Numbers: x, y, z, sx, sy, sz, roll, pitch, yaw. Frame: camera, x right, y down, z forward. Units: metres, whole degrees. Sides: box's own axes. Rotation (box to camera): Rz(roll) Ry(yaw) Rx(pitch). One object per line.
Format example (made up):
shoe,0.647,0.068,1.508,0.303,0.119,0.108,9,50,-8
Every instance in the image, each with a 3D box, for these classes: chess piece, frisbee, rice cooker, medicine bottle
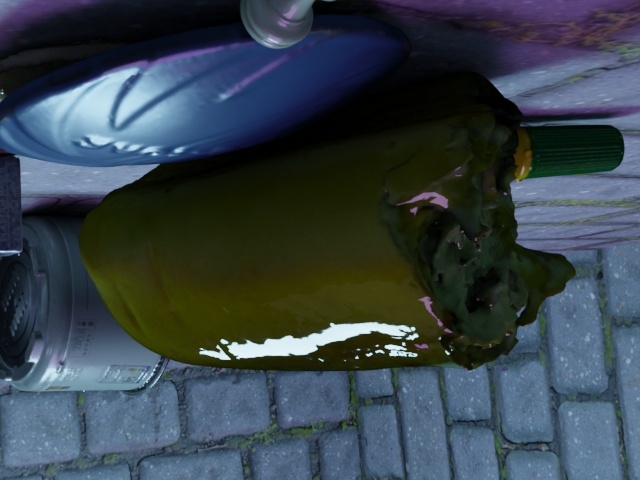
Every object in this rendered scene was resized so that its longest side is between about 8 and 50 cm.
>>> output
chess piece,-0.003,-0.134,0.559,0.042,0.042,0.093,-1,168,-34
frisbee,-0.077,-0.084,0.740,0.290,0.049,0.289,-12,177,-1
rice cooker,-0.299,0.081,1.408,0.227,0.241,0.280,4,125,-36
medicine bottle,0.168,-0.083,1.053,0.261,0.064,0.095,-3,176,-12

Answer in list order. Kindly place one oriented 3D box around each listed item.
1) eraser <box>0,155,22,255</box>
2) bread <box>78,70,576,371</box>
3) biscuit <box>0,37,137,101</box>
eraser,-0.375,-0.032,0.957,0.213,0.091,0.046,0,174,-32
bread,0.000,0.000,0.872,0.377,0.208,0.251,-6,-163,32
biscuit,-0.153,-0.109,0.740,0.152,0.020,0.152,-5,173,-1
